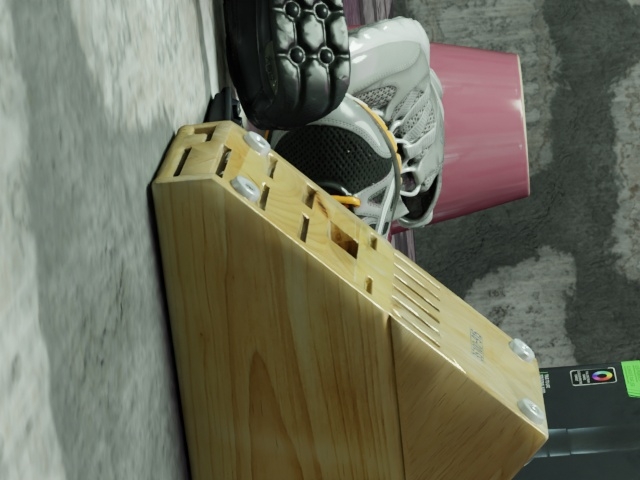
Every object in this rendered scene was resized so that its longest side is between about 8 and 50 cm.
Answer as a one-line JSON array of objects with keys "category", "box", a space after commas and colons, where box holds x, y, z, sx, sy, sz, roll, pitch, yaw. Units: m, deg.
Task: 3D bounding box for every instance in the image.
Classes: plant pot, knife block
[{"category": "plant pot", "box": [0.092, -0.096, 1.554, 0.201, 0.180, 0.201, -4, 90, -84]}, {"category": "knife block", "box": [-0.022, 0.116, 0.812, 0.276, 0.242, 0.088, 38, 17, -10]}]

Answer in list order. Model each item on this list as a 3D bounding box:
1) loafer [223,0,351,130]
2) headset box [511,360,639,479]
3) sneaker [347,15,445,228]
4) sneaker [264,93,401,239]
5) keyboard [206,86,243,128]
[{"category": "loafer", "box": [-0.027, -0.172, 0.986, 0.078, 0.076, 0.223, -16, -107, 58]}, {"category": "headset box", "box": [0.137, 0.199, 1.243, 0.246, 0.283, 0.131, -78, 163, -69]}, {"category": "sneaker", "box": [0.041, -0.071, 1.159, 0.281, 0.105, 0.115, 16, 60, -70]}, {"category": "sneaker", "box": [0.005, 0.006, 1.060, 0.083, 0.084, 0.215, -76, 166, -53]}, {"category": "keyboard", "box": [-0.040, 0.020, 0.910, 0.108, 0.023, 0.180, -83, 166, -64]}]
